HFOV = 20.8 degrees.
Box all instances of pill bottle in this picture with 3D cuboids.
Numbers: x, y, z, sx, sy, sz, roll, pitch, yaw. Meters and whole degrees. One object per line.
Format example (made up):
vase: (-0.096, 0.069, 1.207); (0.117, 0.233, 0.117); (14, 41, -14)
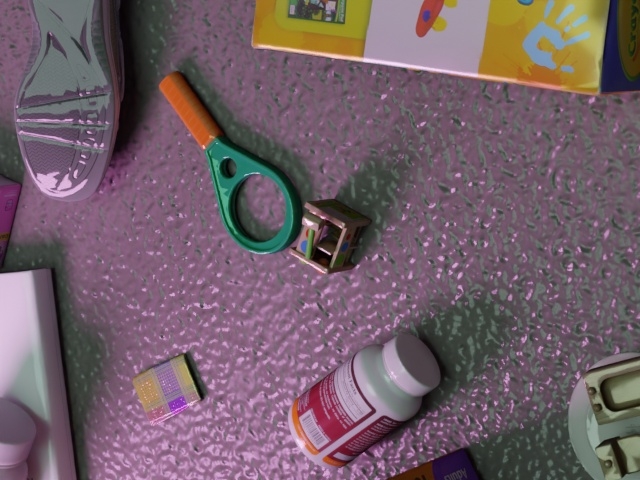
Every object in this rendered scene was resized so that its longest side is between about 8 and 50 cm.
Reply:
pill bottle: (-0.404, 0.286, 1.980); (0.119, 0.119, 0.208); (35, 112, 25)
pill bottle: (0.046, 0.159, 1.751); (0.152, 0.086, 0.086); (-39, 75, 29)

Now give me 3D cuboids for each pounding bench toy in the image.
pounding bench toy: (0.000, 0.000, 1.764); (0.052, 0.083, 0.065); (30, 110, 27)

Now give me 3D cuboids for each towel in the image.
towel: (-0.171, 0.166, 1.937); (0.083, 0.009, 0.060); (-29, 79, 31)

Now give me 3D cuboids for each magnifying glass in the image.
magnifying glass: (-0.100, -0.085, 1.858); (0.092, 0.026, 0.231); (-44, 74, 28)

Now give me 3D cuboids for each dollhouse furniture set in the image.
dollhouse furniture set: (0.310, 0.181, 1.543); (0.144, 0.123, 0.151); (-17, 90, 25)

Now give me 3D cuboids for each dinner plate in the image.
dinner plate: (0.295, 0.176, 1.635); (0.141, 0.017, 0.141); (5, 99, 32)

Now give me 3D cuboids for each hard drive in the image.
hard drive: (-0.396, 0.216, 2.065); (0.233, 0.047, 0.353); (-5, 93, 33)

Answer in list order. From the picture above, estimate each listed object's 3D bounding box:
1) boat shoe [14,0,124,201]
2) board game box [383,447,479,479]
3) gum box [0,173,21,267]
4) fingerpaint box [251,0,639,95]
boat shoe: (-0.268, -0.204, 1.918); (0.118, 0.103, 0.320); (2, 103, 13)
board game box: (-0.002, 0.457, 1.652); (0.356, 0.356, 0.356); (-33, 78, 32)
gum box: (-0.453, -0.048, 2.063); (0.188, 0.062, 0.107); (25, 108, 28)
fingerpaint box: (0.148, -0.374, 1.582); (0.371, 0.163, 0.445); (11, 101, 32)
